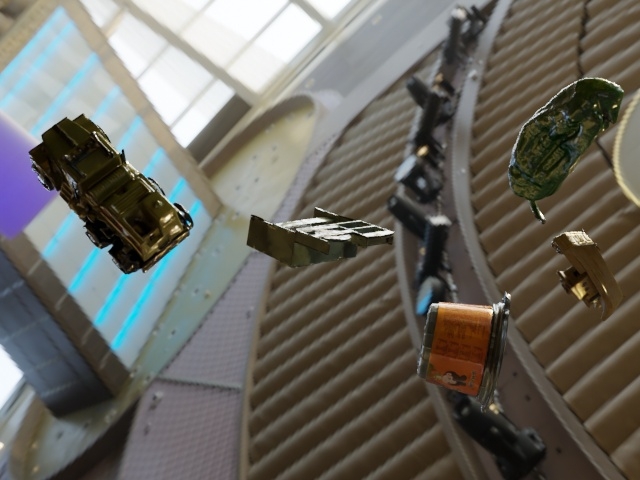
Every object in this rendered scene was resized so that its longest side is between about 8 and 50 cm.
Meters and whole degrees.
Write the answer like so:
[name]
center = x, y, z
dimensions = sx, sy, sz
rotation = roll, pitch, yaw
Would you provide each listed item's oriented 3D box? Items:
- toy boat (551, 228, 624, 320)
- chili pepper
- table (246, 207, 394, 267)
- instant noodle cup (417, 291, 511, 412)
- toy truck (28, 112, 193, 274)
[toy boat]
center = 0.398, 0.057, 1.366
dimensions = 0.072, 0.206, 0.064
rotation = -35, -138, 8
[chili pepper]
center = 0.301, -0.119, 1.156
dimensions = 0.074, 0.100, 0.257
rotation = -45, 168, -21
[table]
center = 0.000, 0.000, 1.404
dimensions = 0.175, 0.146, 0.063
rotation = 23, -68, 41
[instant noodle cup]
center = 0.225, 0.172, 1.469
dimensions = 0.177, 0.125, 0.208
rotation = -44, 143, -79
[toy truck]
center = -0.309, -0.079, 1.322
dimensions = 0.127, 0.257, 0.127
rotation = -41, 162, -19
